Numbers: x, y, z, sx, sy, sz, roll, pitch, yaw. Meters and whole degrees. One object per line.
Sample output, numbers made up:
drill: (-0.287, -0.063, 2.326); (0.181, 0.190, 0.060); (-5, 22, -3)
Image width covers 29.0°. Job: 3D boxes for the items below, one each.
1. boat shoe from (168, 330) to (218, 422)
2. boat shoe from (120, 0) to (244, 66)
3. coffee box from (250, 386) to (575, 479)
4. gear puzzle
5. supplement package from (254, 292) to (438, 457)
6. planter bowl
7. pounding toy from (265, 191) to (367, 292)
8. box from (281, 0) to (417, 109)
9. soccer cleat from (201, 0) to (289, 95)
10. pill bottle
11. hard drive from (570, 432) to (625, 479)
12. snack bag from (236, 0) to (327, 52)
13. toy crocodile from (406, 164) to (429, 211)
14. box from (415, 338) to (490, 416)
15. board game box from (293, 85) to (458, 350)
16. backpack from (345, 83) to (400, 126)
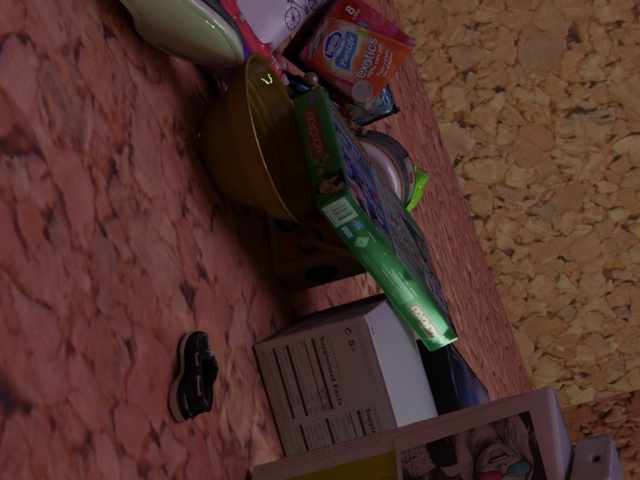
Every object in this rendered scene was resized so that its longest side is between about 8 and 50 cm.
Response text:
boat shoe: (-0.118, 0.129, 1.213); (0.125, 0.038, 0.046); (-80, 151, -61)
boat shoe: (-0.162, -0.284, 1.322); (0.319, 0.116, 0.099); (39, 58, -59)
coffee box: (0.124, 0.409, 1.213); (0.334, 0.338, 0.338); (-81, 151, -59)
gear puzzle: (-0.008, -0.215, 1.816); (0.044, 0.175, 0.339); (-63, 166, 5)
supplement package: (0.043, 0.190, 1.559); (0.262, 0.145, 0.204); (-20, 93, -76)
planter bowl: (-0.088, -0.112, 1.503); (0.217, 0.090, 0.217); (-15, 90, -76)
pounding toy: (0.000, 0.000, 1.636); (0.100, 0.130, 0.141); (51, 26, -57)
box: (0.037, -0.284, 1.831); (0.128, 0.123, 0.257); (36, 3, -11)
soccer cleat: (-0.131, -0.264, 1.540); (0.248, 0.095, 0.083); (53, 17, -37)
pill bottle: (0.063, -0.088, 1.923); (0.278, 0.162, 0.162); (-37, 110, -75)
hard drive: (0.298, 0.353, 1.164); (0.203, 0.040, 0.307); (-14, 87, -76)
snack bag: (-0.069, -0.433, 1.621); (0.323, 0.037, 0.342); (-46, 135, -35)
toy crocodile: (0.121, -0.118, 2.335); (0.115, 0.105, 0.340); (34, 6, 16)
box: (0.167, 0.331, 1.816); (0.296, 0.182, 0.294); (50, 26, -60)
board game box: (0.073, -0.025, 1.606); (0.317, 0.046, 0.213); (51, 16, -40)
backpack: (0.079, -0.279, 2.331); (0.084, 0.105, 0.114); (0, 69, -77)
